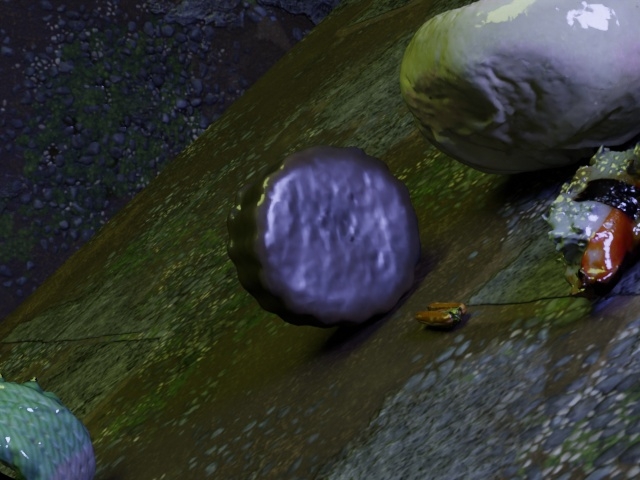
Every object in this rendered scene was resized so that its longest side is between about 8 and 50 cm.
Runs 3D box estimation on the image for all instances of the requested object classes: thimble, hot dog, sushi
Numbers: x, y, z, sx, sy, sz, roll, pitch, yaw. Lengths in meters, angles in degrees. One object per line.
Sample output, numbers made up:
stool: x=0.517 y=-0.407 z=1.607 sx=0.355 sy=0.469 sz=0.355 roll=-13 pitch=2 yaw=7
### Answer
thimble: x=-0.395 y=0.288 z=2.029 sx=0.219 sy=0.219 sz=0.150 roll=-28 pitch=17 yaw=31
hot dog: x=0.135 y=0.083 z=1.776 sx=0.037 sy=0.021 sz=0.083 roll=-32 pitch=13 yaw=-18
sushi: x=0.288 y=-0.027 z=1.614 sx=0.226 sy=0.103 sz=0.097 roll=-48 pitch=2 yaw=-36

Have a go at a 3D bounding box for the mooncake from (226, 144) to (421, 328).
mooncake: x=0.000 y=0.000 z=1.945 sx=0.228 sy=0.228 sz=0.124 roll=-46 pitch=9 yaw=-25

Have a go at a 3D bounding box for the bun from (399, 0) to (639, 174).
bun: x=0.273 y=-0.192 z=1.896 sx=0.361 sy=0.213 sz=0.361 roll=-13 pitch=2 yaw=0
